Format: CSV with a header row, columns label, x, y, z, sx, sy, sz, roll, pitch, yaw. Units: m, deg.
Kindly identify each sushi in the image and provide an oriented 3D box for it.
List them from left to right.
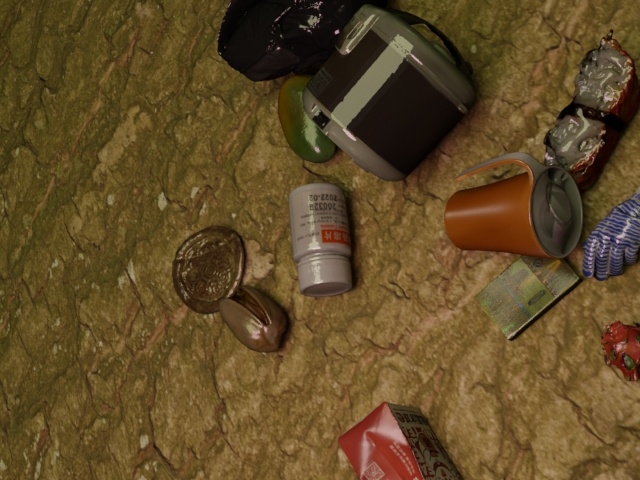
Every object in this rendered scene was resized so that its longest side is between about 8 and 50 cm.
label,x,y,z,sx,sy,sz,roll,pitch,yaw
sushi,0.546,-0.250,1.594,0.130,0.124,0.332,30,97,28

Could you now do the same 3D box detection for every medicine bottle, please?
label,x,y,z,sx,sy,sz,roll,pitch,yaw
medicine bottle,0.000,0.000,1.877,0.145,0.144,0.252,-14,68,30

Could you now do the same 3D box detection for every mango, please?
label,x,y,z,sx,sy,sz,roll,pitch,yaw
mango,-0.027,-0.306,2.002,0.157,0.114,0.250,-18,77,20

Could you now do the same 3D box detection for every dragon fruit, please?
label,x,y,z,sx,sy,sz,roll,pitch,yaw
dragon fruit,0.572,0.209,1.480,0.081,0.086,0.116,-13,74,-10

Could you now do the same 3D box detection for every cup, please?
label,x,y,z,sx,sy,sz,roll,pitch,yaw
cup,0.378,-0.068,1.591,0.264,0.226,0.182,-5,32,49

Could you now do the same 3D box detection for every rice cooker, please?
label,x,y,z,sx,sy,sz,roll,pitch,yaw
rice cooker,0.157,-0.337,1.759,0.325,0.335,0.335,-49,57,14

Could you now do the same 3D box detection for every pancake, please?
label,x,y,z,sx,sy,sz,roll,pitch,yaw
pancake,-0.299,0.078,2.119,0.250,0.031,0.250,-9,72,30

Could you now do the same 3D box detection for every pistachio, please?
label,x,y,z,sx,sy,sz,roll,pitch,yaw
pistachio,-0.167,0.194,1.954,0.130,0.131,0.206,-28,44,-27

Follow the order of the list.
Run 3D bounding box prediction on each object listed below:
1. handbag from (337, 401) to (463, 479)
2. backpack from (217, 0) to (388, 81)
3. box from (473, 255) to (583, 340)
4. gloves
label,x,y,z,sx,sy,sz,roll,pitch,yaw
handbag,0.183,0.489,1.604,0.151,0.171,0.298,-41,57,16
backpack,-0.063,-0.565,1.983,0.446,0.255,0.363,-21,31,35
box,0.428,0.101,1.635,0.193,0.030,0.121,-45,58,16
gloves,0.587,-0.019,1.533,0.229,0.097,0.119,-59,25,12
